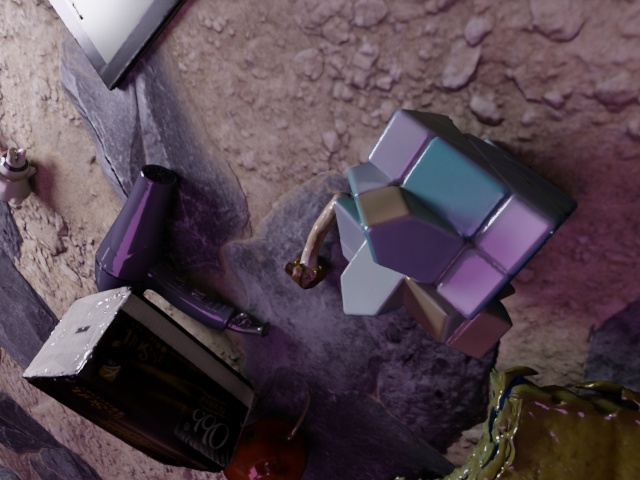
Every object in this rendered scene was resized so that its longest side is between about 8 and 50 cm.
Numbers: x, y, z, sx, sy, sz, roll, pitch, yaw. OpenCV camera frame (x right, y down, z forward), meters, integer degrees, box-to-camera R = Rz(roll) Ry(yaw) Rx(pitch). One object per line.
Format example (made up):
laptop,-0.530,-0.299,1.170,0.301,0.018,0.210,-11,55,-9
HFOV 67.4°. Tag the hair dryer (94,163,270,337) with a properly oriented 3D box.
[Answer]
hair dryer,-0.240,0.063,0.893,0.361,0.121,0.301,32,119,1

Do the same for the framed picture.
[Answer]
framed picture,-0.308,-0.426,0.702,0.346,0.016,0.265,-28,99,38

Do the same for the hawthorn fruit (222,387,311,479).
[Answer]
hawthorn fruit,-0.073,0.392,0.945,0.165,0.165,0.285,41,108,6

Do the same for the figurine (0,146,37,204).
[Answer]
figurine,-0.669,-0.157,1.025,0.098,0.081,0.146,35,128,11

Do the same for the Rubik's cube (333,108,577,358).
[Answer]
Rubik's cube,0.129,0.002,0.519,0.224,0.265,0.213,45,120,20

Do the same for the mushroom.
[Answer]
mushroom,0.000,0.000,0.722,0.060,0.061,0.187,36,124,16

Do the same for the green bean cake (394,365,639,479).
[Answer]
green bean cake,0.241,0.311,0.613,0.284,0.202,0.310,10,81,15

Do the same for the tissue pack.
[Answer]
tissue pack,-0.318,0.261,0.897,0.209,0.198,0.370,-11,131,37
